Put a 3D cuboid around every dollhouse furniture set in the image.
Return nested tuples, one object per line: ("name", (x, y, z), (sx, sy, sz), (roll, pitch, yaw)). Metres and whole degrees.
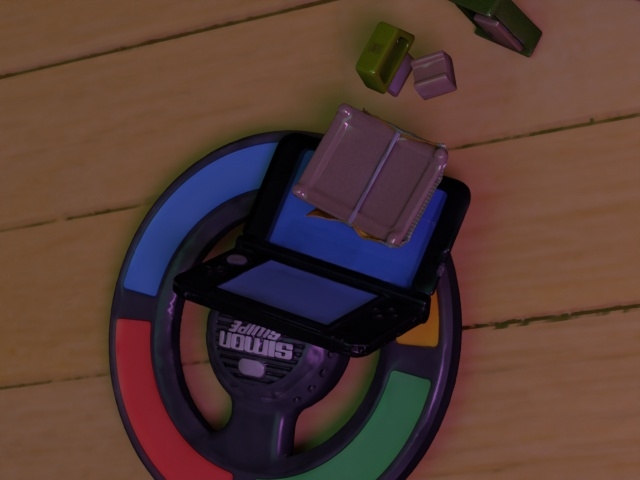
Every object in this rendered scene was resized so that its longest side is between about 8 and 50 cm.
("dollhouse furniture set", (0.055, -0.064, 1.038), (0.076, 0.058, 0.152), (27, 86, 31))

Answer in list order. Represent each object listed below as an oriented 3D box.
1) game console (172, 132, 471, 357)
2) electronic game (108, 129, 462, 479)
("game console", (0.000, 0.000, 1.029), (0.122, 0.107, 0.071), (18, 114, 28))
("electronic game", (-0.025, 0.052, 1.094), (0.229, 0.048, 0.229), (-4, 82, 30))
